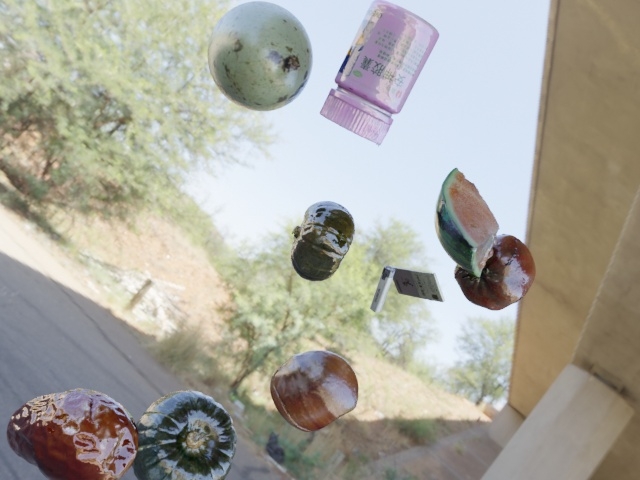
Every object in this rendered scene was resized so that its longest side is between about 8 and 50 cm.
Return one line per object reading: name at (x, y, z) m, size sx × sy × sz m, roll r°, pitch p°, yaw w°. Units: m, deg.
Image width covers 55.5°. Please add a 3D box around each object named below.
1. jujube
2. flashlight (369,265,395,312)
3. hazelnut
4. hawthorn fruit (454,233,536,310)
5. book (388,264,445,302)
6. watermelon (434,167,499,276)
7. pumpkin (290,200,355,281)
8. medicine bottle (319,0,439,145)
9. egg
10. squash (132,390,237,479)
jujube at (-0.467, 0.367, 1.131) m, size 0.255 × 0.190 × 0.190 m, roll -3°, pitch -32°, yaw 25°
flashlight at (0.106, 0.083, 1.038) m, size 0.018 × 0.083 × 0.018 m, roll -4°, pitch 29°, yaw -44°
hazelnut at (-0.011, 0.259, 1.077) m, size 0.143 × 0.154 × 0.143 m, roll 50°, pitch 24°, yaw -31°
hawthorn fruit at (0.418, 0.076, 1.419) m, size 0.235 × 0.181 × 0.181 m, roll 14°, pitch 15°, yaw -48°
book at (0.313, 0.141, 1.988) m, size 0.181 × 0.014 × 0.127 m, roll 8°, pitch -45°, yaw 42°
watermelon at (0.283, -0.038, 1.288) m, size 0.146 × 0.128 × 0.231 m, roll 5°, pitch 54°, yaw -56°
pumpkin at (0.000, 0.000, 1.601) m, size 0.157 × 0.224 × 0.223 m, roll 22°, pitch -8°, yaw -4°
medicine bottle at (0.134, -0.388, 1.418) m, size 0.178 × 0.291 × 0.178 m, roll 27°, pitch 13°, yaw -7°
egg at (-0.159, -0.491, 1.641) m, size 0.287 × 0.287 × 0.379 m, roll 47°, pitch 10°, yaw -34°
squash at (-0.321, 0.485, 1.442) m, size 0.252 × 0.252 × 0.165 m, roll 43°, pitch -36°, yaw -13°
